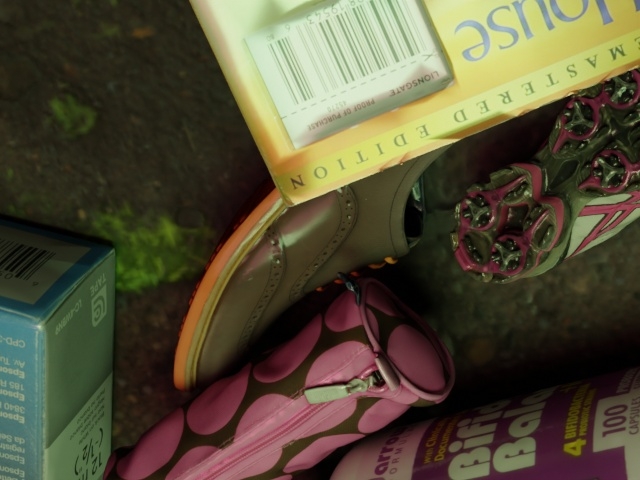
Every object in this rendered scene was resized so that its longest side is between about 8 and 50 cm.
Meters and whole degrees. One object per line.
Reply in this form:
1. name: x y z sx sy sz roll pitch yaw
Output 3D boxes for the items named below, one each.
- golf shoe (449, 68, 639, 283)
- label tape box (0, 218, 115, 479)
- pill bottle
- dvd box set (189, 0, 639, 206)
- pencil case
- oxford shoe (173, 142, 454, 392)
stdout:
1. golf shoe: 0.154 -0.043 1.016 0.186 0.086 0.067 -36 74 34
2. label tape box: -0.270 0.145 1.250 0.249 0.115 0.348 13 122 14
3. pill bottle: 0.105 0.176 1.090 0.301 0.169 0.169 -17 109 26
4. dvd box set: 0.038 -0.259 0.907 0.307 0.062 0.420 -22 107 10
5. pencil case: -0.029 0.106 1.081 0.209 0.098 0.095 -38 106 22
6. oxford shoe: 0.000 0.000 1.085 0.098 0.097 0.271 31 122 -4
